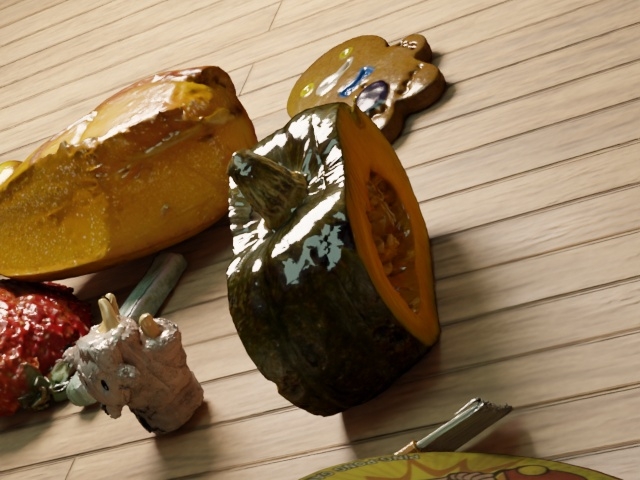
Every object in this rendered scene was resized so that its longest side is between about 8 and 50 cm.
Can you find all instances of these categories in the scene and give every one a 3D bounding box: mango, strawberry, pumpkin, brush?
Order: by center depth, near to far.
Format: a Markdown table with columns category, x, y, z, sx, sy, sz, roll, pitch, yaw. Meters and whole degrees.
| category | x | y | z | sx | sy | sz | roll | pitch | yaw |
| --- | --- | --- | --- | --- | --- | --- | --- | --- | --- |
| brush | 0.021 | 0.221 | 1.529 | 0.314 | 0.090 | 0.017 | -36 | 69 | 15 |
| pumpkin | 0.000 | 0.000 | 1.691 | 0.139 | 0.222 | 0.317 | -25 | 33 | 21 |
| strawberry | -0.342 | 0.100 | 2.044 | 0.175 | 0.107 | 0.236 | -44 | 30 | -9 |
| mango | -0.229 | -0.052 | 2.052 | 0.350 | 0.199 | 0.201 | -29 | 56 | 20 |

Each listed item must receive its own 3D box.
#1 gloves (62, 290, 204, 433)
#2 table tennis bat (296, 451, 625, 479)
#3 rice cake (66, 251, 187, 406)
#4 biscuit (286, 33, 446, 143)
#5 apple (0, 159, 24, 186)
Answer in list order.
| category | x | y | z | sx | sy | sz | roll | pitch | yaw |
| --- | --- | --- | --- | --- | --- | --- | --- | --- | --- |
| gloves | -0.179 | 0.127 | 1.793 | 0.094 | 0.144 | 0.110 | -59 | 13 | -29 |
| table tennis bat | 0.152 | 0.213 | 1.301 | 0.414 | 0.051 | 0.268 | 6 | 14 | 32 |
| rice cake | -0.206 | 0.091 | 1.979 | 0.033 | 0.033 | 0.208 | -10 | 40 | 49 |
| biscuit | 0.042 | -0.167 | 2.060 | 0.180 | 0.039 | 0.236 | -46 | 29 | -10 |
| apple | -0.387 | -0.045 | 2.294 | 0.114 | 0.102 | 0.099 | -35 | 29 | 4 |
